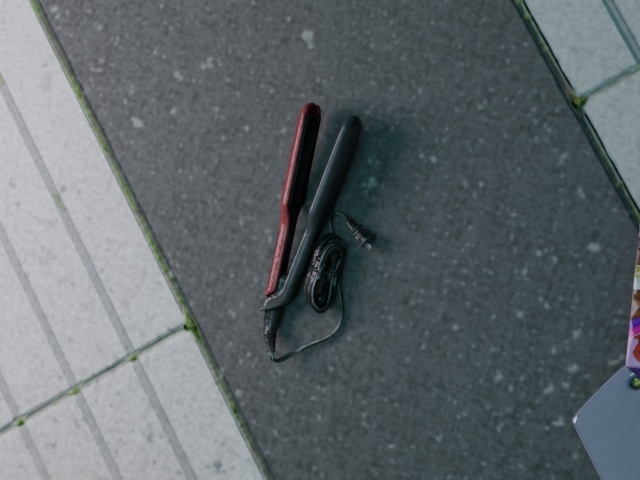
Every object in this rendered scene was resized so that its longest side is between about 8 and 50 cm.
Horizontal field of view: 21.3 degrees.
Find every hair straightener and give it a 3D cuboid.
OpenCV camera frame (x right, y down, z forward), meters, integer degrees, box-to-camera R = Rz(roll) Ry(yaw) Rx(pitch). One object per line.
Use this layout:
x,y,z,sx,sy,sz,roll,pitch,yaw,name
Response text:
0.000,0.000,1.499,0.089,0.047,0.230,16,94,18,hair straightener

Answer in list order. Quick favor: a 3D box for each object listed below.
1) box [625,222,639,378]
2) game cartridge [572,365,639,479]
0.385,0.012,1.272,0.293,0.057,0.201,2,77,23,box
0.354,0.133,1.309,0.294,0.060,0.196,-29,69,11,game cartridge
